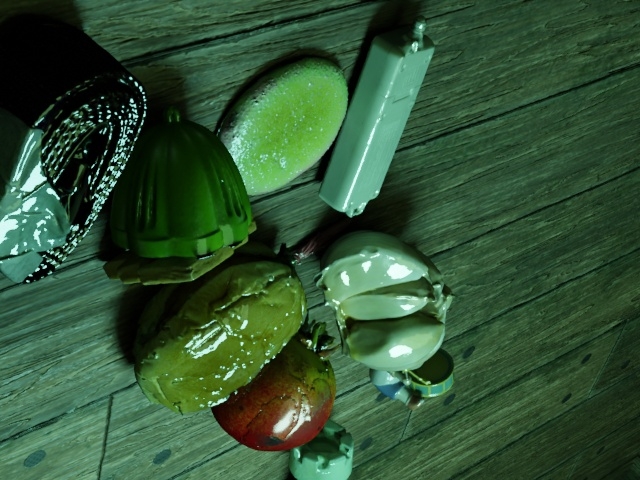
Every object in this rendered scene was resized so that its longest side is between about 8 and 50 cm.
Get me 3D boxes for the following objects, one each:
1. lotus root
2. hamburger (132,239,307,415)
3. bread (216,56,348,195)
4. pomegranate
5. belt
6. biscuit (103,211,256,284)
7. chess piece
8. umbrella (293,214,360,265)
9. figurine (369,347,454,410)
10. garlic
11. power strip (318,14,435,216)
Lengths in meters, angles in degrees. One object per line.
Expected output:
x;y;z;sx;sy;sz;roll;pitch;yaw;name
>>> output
-0.176;-0.085;1.549;0.186;0.186;0.186;-31;147;-23;lotus root
-0.150;0.113;1.829;0.309;0.132;0.211;-39;152;-8;hamburger
-0.048;-0.152;1.728;0.228;0.033;0.228;-32;149;-22;bread
-0.068;0.222;1.991;0.235;0.210;0.210;-49;150;2;pomegranate
-0.303;-0.085;1.370;0.184;0.164;0.289;-12;137;-56;belt
-0.179;0.012;1.621;0.212;0.238;0.041;-18;101;-7;biscuit
-0.006;0.494;2.431;0.194;0.194;0.299;-23;134;-34;chess piece
0.000;0.000;1.981;0.165;0.025;0.027;-34;126;-22;umbrella
0.157;0.173;2.245;0.158;0.161;0.276;-4;139;5;figurine
0.117;0.088;2.047;0.203;0.185;0.281;-11;114;15;garlic
0.083;-0.180;1.819;0.098;0.058;0.338;-26;146;-46;power strip
